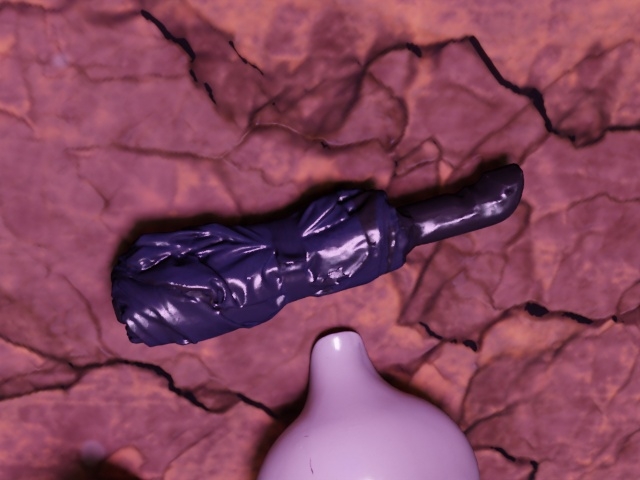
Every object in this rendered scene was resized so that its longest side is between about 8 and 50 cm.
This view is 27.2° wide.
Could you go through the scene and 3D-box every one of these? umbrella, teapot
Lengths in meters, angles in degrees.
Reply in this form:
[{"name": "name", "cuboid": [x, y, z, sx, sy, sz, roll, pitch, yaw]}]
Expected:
[{"name": "umbrella", "cuboid": [0.002, 0.007, 0.759, 0.248, 0.071, 0.071, -13, 115, -5]}, {"name": "teapot", "cuboid": [0.031, 0.172, 0.829, 0.145, 0.092, 0.226, -7, 118, -8]}]
